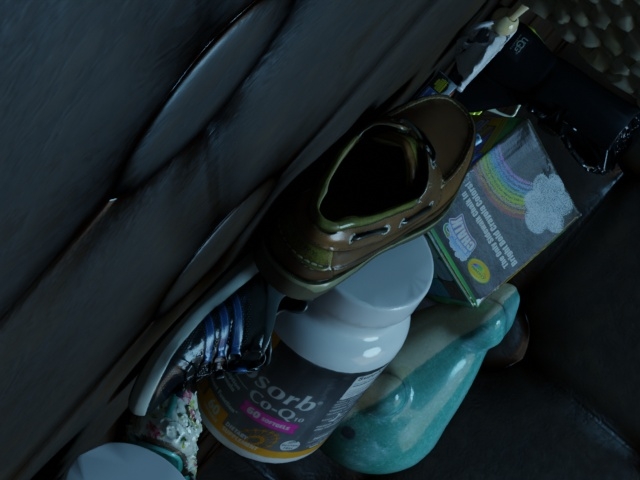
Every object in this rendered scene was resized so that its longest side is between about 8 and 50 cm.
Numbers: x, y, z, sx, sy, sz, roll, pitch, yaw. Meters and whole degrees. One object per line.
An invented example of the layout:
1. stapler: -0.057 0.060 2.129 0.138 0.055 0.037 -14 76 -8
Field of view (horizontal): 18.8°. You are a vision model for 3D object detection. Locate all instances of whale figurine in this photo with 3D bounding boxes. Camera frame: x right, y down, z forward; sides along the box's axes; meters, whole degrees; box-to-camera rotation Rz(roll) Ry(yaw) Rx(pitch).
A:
1. whale figurine: 0.110 0.152 2.074 0.272 0.141 0.216 -33 -178 22

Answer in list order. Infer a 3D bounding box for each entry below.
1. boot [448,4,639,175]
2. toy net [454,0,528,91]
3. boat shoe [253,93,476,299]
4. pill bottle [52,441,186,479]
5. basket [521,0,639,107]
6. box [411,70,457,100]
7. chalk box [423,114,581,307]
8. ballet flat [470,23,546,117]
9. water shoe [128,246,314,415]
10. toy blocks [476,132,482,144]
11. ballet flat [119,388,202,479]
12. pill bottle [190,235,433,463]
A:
1. boot: 0.245 -0.146 2.139 0.094 0.207 0.246 -49 176 -12
2. toy net: 0.202 -0.249 1.932 0.232 0.045 0.122 -49 178 9
3. boat shoe: 0.066 -0.056 1.743 0.307 0.111 0.104 -46 175 -44
4. pill bottle: -0.210 0.295 1.686 0.153 0.153 0.264 -45 173 -45
5. basket: 0.333 -0.244 1.452 0.266 0.328 0.331 -47 176 -8
6. box: 0.097 -0.122 2.033 0.094 0.027 0.137 -47 175 -9
7. chalk box: 0.137 -0.019 2.022 0.213 0.132 0.132 -39 -158 -19
8. ballet flat: 0.189 -0.157 2.311 0.231 0.077 0.077 -50 176 4
9. water shoe: -0.082 0.088 1.680 0.203 0.080 0.073 -48 175 -25
10. toy blocks: 0.089 -0.071 1.908 0.148 0.054 0.123 -30 178 6
11. ballet flat: -0.153 0.195 1.910 0.241 0.091 0.077 128 -19 -69
12. pill bottle: -0.009 0.085 1.867 0.162 0.162 0.278 -46 173 -42
